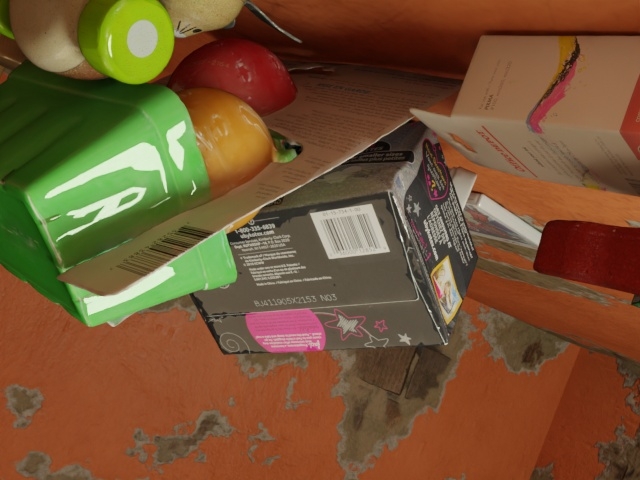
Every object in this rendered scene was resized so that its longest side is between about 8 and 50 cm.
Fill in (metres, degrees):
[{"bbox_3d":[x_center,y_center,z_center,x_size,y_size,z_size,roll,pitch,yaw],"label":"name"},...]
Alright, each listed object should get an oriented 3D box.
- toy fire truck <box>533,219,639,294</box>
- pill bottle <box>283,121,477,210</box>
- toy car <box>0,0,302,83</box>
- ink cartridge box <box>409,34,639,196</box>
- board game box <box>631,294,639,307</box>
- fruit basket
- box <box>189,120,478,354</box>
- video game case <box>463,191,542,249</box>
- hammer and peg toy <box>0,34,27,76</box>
[{"bbox_3d":[0.312,0.037,0.387,0.303,0.169,0.254,11,-177,-12],"label":"toy fire truck"},{"bbox_3d":[0.035,-0.079,0.769,0.264,0.146,0.146,21,176,10],"label":"pill bottle"},{"bbox_3d":[-0.106,-0.170,0.477,0.155,0.148,0.188,25,-170,34],"label":"toy car"},{"bbox_3d":[0.174,-0.085,0.468,0.198,0.067,0.115,17,173,44],"label":"ink cartridge box"},{"bbox_3d":[0.566,0.097,0.899,0.214,0.046,0.317,22,176,12],"label":"board game box"},{"bbox_3d":[-0.105,-0.079,0.572,0.327,0.165,0.353,19,-143,40],"label":"fruit basket"},{"bbox_3d":[0.000,0.000,0.652,0.248,0.142,0.163,-8,119,29],"label":"box"},{"bbox_3d":[0.238,-0.039,1.071,0.201,0.023,0.183,26,175,-38],"label":"video game case"},{"bbox_3d":[-0.350,-0.248,0.806,0.266,0.127,0.361,25,176,-4],"label":"hammer and peg toy"}]
